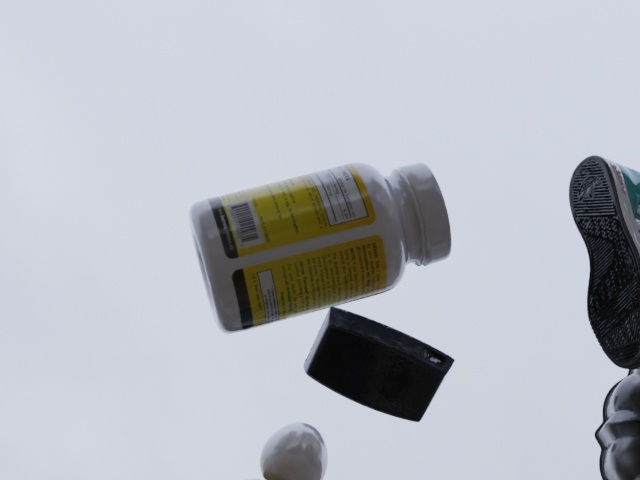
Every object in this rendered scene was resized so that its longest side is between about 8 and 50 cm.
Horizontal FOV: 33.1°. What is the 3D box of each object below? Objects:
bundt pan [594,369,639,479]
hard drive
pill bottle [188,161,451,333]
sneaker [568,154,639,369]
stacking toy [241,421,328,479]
[{"bbox_3d":[0.557,0.280,1.532,0.330,0.331,0.124,-2,-23,16],"label":"bundt pan"},{"bbox_3d":[0.105,0.241,2.033,0.254,0.054,0.172,23,-60,-1],"label":"hard drive"},{"bbox_3d":[0.000,0.000,1.481,0.334,0.188,0.188,-14,-43,-9],"label":"pill bottle"},{"bbox_3d":[0.437,0.036,1.424,0.178,0.296,0.124,10,-29,-27],"label":"sneaker"},{"bbox_3d":[-0.131,0.528,1.832,0.350,0.480,0.350,24,-6,3],"label":"stacking toy"}]
